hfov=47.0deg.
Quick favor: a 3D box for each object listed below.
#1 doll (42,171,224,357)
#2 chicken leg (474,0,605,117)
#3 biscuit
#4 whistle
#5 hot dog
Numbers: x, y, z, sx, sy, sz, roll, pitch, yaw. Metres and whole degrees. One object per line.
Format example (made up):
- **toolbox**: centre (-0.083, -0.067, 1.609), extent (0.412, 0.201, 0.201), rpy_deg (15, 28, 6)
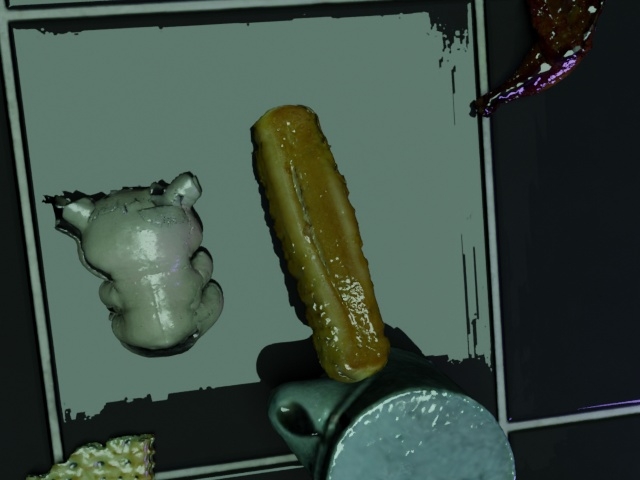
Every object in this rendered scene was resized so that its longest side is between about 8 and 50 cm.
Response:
- **doll**: centre (-0.176, 0.025, 0.739), extent (0.149, 0.095, 0.191), rpy_deg (-17, 101, -4)
- **chicken leg**: centre (0.247, -0.218, 0.801), extent (0.093, 0.053, 0.205), rpy_deg (24, 85, 13)
- **biscuit**: centre (-0.250, 0.310, 0.795), extent (0.144, 0.016, 0.203), rpy_deg (0, 97, -9)
- **whistle**: centre (0.120, 0.280, 0.771), extent (0.188, 0.168, 0.404), rpy_deg (-34, 99, -4)
- **hot dog**: centre (-0.001, 0.000, 0.740), extent (0.083, 0.068, 0.288), rpy_deg (-14, 78, -10)
